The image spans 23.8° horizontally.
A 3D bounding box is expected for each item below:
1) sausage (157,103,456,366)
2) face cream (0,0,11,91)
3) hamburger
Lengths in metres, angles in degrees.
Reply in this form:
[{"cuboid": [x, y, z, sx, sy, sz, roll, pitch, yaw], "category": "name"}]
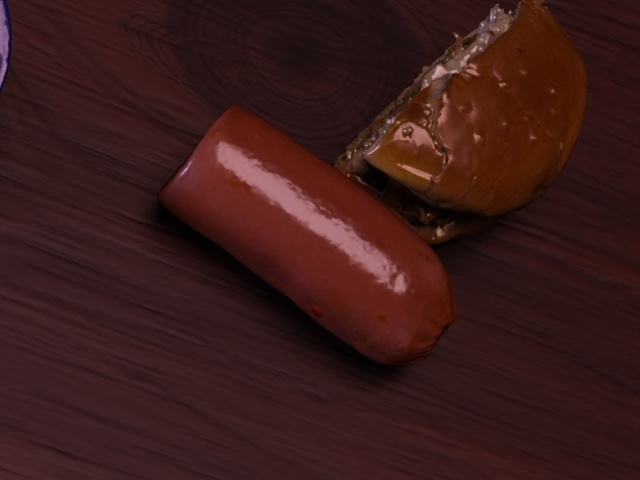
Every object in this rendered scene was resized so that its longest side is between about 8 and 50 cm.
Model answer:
[{"cuboid": [0.000, 0.000, 1.238, 0.259, 0.113, 0.113, 36, 59, -4], "category": "sausage"}, {"cuboid": [-0.341, -0.147, 1.133, 0.206, 0.111, 0.206, 2, 86, -25], "category": "face cream"}, {"cuboid": [0.145, -0.102, 1.324, 0.156, 0.144, 0.283, 45, 56, 1], "category": "hamburger"}]
